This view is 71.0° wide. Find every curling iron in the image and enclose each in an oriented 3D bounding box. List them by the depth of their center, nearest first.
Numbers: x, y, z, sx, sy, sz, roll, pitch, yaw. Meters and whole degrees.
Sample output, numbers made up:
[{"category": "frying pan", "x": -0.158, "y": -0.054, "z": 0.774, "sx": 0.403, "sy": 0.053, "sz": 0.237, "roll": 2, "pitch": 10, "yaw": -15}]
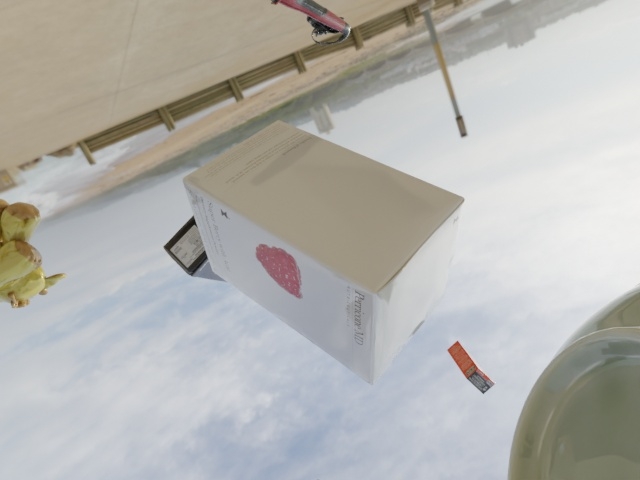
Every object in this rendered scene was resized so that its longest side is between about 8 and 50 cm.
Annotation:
[{"category": "curling iron", "x": -0.059, "y": -0.344, "z": 0.640, "sx": 0.273, "sy": 0.035, "sz": 0.068, "roll": 5, "pitch": 174, "yaw": -45}]

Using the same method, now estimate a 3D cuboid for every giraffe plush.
[{"category": "giraffe plush", "x": -0.546, "y": 0.048, "z": 0.783, "sx": 0.181, "sy": 0.211, "sz": 0.170, "roll": 7, "pitch": 164, "yaw": 2}]

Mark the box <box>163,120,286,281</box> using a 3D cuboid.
[{"category": "box", "x": -0.134, "y": -0.057, "z": 0.881, "sx": 0.307, "sy": 0.076, "sz": 0.242, "roll": -47, "pitch": 171, "yaw": -4}]

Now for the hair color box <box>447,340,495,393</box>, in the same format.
[{"category": "hair color box", "x": 0.391, "y": 0.328, "z": 1.173, "sx": 0.043, "sy": 0.072, "sz": 0.141, "roll": -45, "pitch": -165, "yaw": 9}]

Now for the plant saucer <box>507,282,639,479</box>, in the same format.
[{"category": "plant saucer", "x": 0.236, "y": 0.177, "z": 0.318, "sx": 0.100, "sy": 0.401, "sz": 0.400, "roll": 22, "pitch": -159, "yaw": -3}]

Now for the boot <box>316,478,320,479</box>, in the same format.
[{"category": "boot", "x": -0.128, "y": 0.340, "z": 0.510, "sx": 0.247, "sy": 0.207, "sz": 0.094, "roll": -62, "pitch": 171, "yaw": 5}]

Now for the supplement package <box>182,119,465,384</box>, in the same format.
[{"category": "supplement package", "x": 0.000, "y": 0.000, "z": 0.571, "sx": 0.292, "sy": 0.178, "sz": 0.175, "roll": 29, "pitch": -127, "yaw": 30}]
